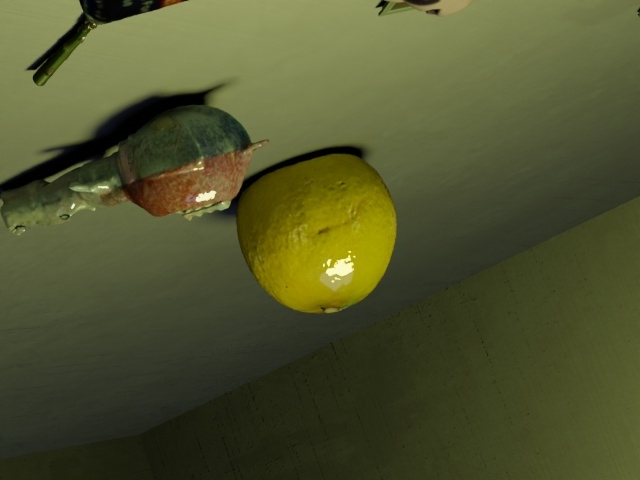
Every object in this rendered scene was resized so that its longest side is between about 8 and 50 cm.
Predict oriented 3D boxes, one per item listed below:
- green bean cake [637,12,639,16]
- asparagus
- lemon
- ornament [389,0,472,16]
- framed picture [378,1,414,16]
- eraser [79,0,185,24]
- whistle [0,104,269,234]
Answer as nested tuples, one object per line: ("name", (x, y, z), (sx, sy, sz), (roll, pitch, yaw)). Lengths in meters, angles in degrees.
("green bean cake", (0.589, -0.320, 2.035), (0.233, 0.124, 0.236), (-15, 166, -26))
("asparagus", (-0.251, -0.190, 1.484), (0.015, 0.018, 0.127), (31, 138, -21))
("lemon", (0.000, 0.000, 2.243), (0.240, 0.219, 0.240), (-16, 170, -3))
("ornament", (0.095, -0.285, 1.279), (0.177, 0.177, 0.177), (-20, 168, -4))
("framed picture", (0.167, -0.304, 1.685), (0.183, 0.011, 0.142), (-15, 167, -24))
("eraser", (-0.119, -0.277, 1.126), (0.155, 0.102, 0.332), (-19, 168, -13))
("whistle", (-0.222, -0.074, 1.803), (0.346, 0.134, 0.142), (-16, -154, 15))
